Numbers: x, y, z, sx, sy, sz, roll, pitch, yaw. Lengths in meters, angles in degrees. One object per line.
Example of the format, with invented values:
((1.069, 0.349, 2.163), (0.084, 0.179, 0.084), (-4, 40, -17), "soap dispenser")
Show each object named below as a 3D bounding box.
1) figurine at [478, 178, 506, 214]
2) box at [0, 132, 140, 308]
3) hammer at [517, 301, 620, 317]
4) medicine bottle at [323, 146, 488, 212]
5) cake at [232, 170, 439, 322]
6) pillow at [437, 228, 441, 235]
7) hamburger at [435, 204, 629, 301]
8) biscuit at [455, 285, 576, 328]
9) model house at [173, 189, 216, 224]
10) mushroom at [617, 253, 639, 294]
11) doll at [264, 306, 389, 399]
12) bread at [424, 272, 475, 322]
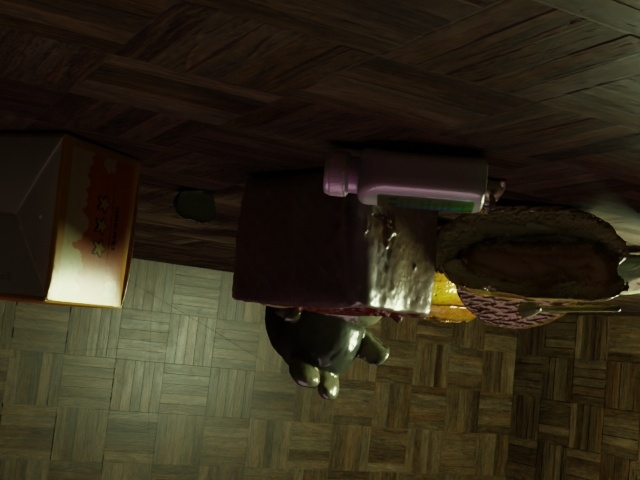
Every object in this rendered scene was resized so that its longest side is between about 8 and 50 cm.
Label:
((0.253, -0.067, 1.392), (0.047, 0.050, 0.083), (12, 173, -1), "figurine")
((-0.473, -0.028, 1.473), (0.284, 0.259, 0.214), (4, 172, 22), "box")
((0.448, 0.118, 1.596), (0.195, 0.028, 0.060), (0, 171, -16), "hammer")
((0.115, -0.084, 1.242), (0.219, 0.078, 0.115), (6, 175, 5), "medicine bottle")
((0.025, 0.009, 1.509), (0.309, 0.229, 0.237), (2, 170, 42), "cake")
((0.203, 0.007, 1.885), (0.130, 0.033, 0.217), (-31, -170, -20), "pillow")
((0.354, 0.026, 1.608), (0.330, 0.162, 0.209), (1, 177, 0), "hamburger")
((0.403, 0.073, 1.830), (0.262, 0.261, 0.037), (6, -145, 2), "biscuit")
((-0.248, -0.064, 1.780), (0.079, 0.066, 0.083), (10, 174, -15), "model house")
((0.615, 0.067, 2.026), (0.351, 0.095, 0.123), (-3, 152, 42), "mushroom")
((-0.005, 0.087, 1.833), (0.252, 0.382, 0.379), (20, -176, -38), "doll")
((0.334, 0.152, 2.667), (0.312, 0.172, 0.312), (8, 178, 0), "bread")
